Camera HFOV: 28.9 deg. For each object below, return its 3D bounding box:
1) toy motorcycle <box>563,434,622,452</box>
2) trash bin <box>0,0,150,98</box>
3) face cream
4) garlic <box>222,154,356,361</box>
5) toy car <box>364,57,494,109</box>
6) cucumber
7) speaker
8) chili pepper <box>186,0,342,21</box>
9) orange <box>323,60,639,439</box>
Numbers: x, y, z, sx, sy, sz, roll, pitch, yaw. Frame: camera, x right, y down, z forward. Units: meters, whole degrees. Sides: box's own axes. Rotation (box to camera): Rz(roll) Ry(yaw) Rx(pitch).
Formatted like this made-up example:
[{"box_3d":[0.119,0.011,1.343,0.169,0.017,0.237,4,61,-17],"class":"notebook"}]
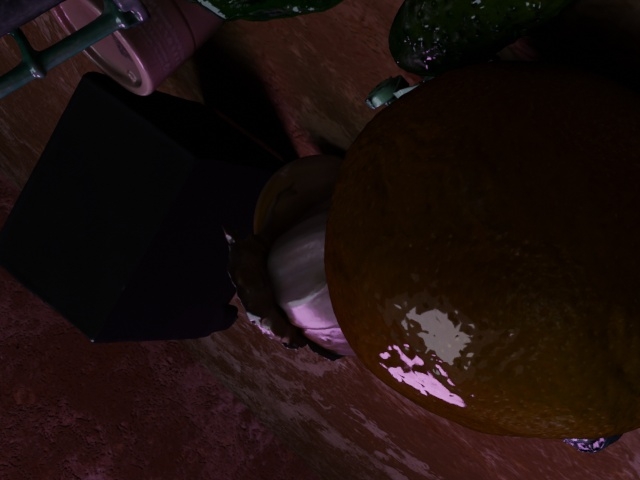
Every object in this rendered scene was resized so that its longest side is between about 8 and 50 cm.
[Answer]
[{"box_3d":[0.161,0.055,1.042,0.260,0.154,0.206,33,138,46],"class":"toy motorcycle"},{"box_3d":[-0.292,-0.290,0.906,0.295,0.259,0.381,59,-178,-34],"class":"trash bin"},{"box_3d":[-0.180,-0.227,1.191,0.149,0.104,0.149,40,164,14],"class":"face cream"},{"box_3d":[0.000,0.000,1.179,0.207,0.207,0.257,37,155,21],"class":"garlic"},{"box_3d":[0.092,-0.103,0.944,0.073,0.054,0.143,46,165,-14],"class":"toy car"},{"box_3d":[0.104,-0.151,0.781,0.069,0.069,0.227,47,160,-11],"class":"cucumber"},{"box_3d":[-0.177,-0.032,1.340,0.184,0.232,0.254,37,-166,23],"class":"speaker"},{"box_3d":[-0.053,-0.218,0.979,0.257,0.074,0.100,12,153,52],"class":"chili pepper"},{"box_3d":[0.136,0.013,0.790,0.264,0.264,0.264,40,163,14],"class":"orange"}]
